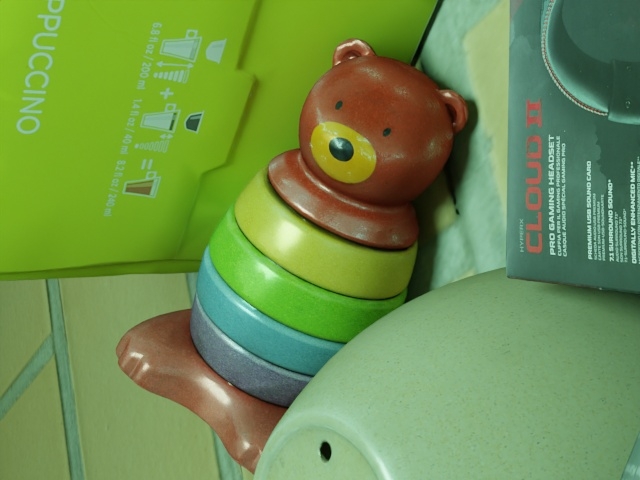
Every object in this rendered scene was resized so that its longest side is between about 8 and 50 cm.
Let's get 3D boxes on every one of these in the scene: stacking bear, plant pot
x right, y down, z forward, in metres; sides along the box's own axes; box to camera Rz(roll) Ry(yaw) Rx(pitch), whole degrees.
[{"bbox_3d":[0.000,0.000,0.934,0.175,0.164,0.289,35,115,18],"label":"stacking bear"},{"bbox_3d":[0.073,0.152,0.708,0.284,0.191,0.284,-1,88,53],"label":"plant pot"}]

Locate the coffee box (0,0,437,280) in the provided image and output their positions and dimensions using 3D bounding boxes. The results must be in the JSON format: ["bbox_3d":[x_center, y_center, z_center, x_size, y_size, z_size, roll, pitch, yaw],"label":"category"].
[{"bbox_3d":[-0.151,-0.199,1.011,0.334,0.338,0.338,63,143,39],"label":"coffee box"}]

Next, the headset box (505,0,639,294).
[{"bbox_3d":[0.197,-0.081,0.600,0.293,0.110,0.218,8,98,62],"label":"headset box"}]

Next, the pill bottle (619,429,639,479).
[{"bbox_3d":[0.173,0.180,0.502,0.161,0.161,0.283,11,77,62],"label":"pill bottle"}]
